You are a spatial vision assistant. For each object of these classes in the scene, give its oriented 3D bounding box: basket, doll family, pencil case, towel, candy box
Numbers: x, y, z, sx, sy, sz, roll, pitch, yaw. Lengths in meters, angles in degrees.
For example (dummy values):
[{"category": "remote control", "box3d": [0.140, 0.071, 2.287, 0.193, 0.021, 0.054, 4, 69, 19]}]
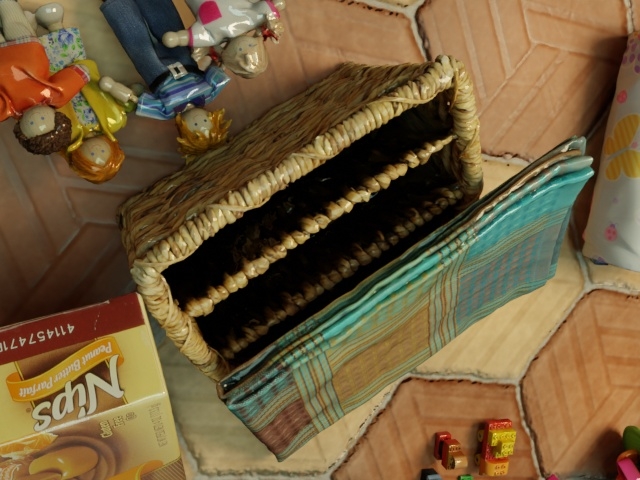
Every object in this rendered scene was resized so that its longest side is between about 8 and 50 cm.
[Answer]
[{"category": "basket", "box3d": [0.000, 0.000, 0.650, 0.299, 0.223, 0.213, -34, 111, -10]}, {"category": "doll family", "box3d": [-0.155, -0.137, 0.620, 0.263, 0.118, 0.163, -25, 82, -16]}, {"category": "pencil case", "box3d": [0.372, -0.094, 0.813, 0.124, 0.113, 0.272, 1, 103, -28]}, {"category": "towel", "box3d": [0.090, 0.076, 0.709, 0.370, 0.040, 0.271, -34, 155, -9]}, {"category": "candy box", "box3d": [-0.207, 0.173, 0.593, 0.183, 0.087, 0.316, -14, 150, -15]}]

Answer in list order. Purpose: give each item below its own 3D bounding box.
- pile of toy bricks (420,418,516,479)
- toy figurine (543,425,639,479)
[{"category": "pile of toy bricks", "box3d": [0.187, 0.321, 0.851, 0.118, 0.105, 0.212, -1, 103, -18]}, {"category": "toy figurine", "box3d": [0.336, 0.327, 0.920, 0.159, 0.130, 0.173, -19, 133, 0]}]
